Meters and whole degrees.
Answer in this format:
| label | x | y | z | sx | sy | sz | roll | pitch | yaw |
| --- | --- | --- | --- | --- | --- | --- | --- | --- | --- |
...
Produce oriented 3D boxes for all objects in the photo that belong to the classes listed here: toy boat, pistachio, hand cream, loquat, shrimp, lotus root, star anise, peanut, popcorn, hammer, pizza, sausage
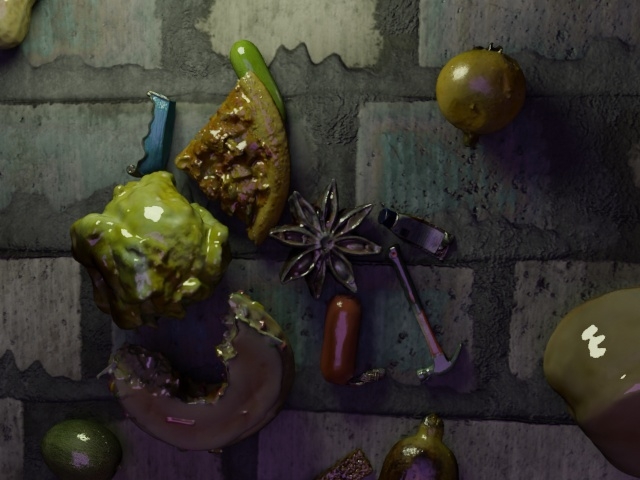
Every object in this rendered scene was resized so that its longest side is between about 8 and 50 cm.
| label | x | y | z | sx | sy | sz | roll | pitch | yaw |
| --- | --- | --- | --- | --- | --- | --- | --- | --- | --- |
| toy boat | -0.357 | -0.220 | 1.787 | 0.077 | 0.075 | 0.185 | 11 | 100 | 4 |
| pistachio | 0.642 | 0.265 | 1.592 | 0.446 | 0.281 | 0.365 | 11 | 100 | 11 |
| hand cream | 0.193 | -0.018 | 1.743 | 0.163 | 0.039 | 0.062 | 26 | 94 | -17 |
| loquat | 0.310 | -0.281 | 1.659 | 0.172 | 0.149 | 0.204 | 7 | 107 | 3 |
| shrimp | 0.093 | 0.291 | 1.788 | 0.092 | 0.038 | 0.029 | -21 | 91 | 8 |
| lotus root | 0.198 | 0.508 | 1.741 | 0.170 | 0.141 | 0.314 | 8 | 95 | 3 |
| star anise | -0.001 | 0.001 | 1.745 | 0.223 | 0.109 | 0.236 | 34 | 84 | -19 |
| peanut | -0.638 | -0.524 | 1.781 | 0.124 | 0.123 | 0.256 | 16 | 99 | 6 |
| popcorn | -0.326 | 0.023 | 1.698 | 0.312 | 0.312 | 0.312 | 1 | 95 | 7 |
| hammer | 0.202 | 0.144 | 1.765 | 0.111 | 0.033 | 0.287 | -24 | 91 | 10 |
| pizza | -0.136 | -0.165 | 1.733 | 0.258 | 0.087 | 0.268 | 43 | 111 | -1 |
| sausage | 0.042 | 0.206 | 1.772 | 0.077 | 0.077 | 0.194 | 8 | 93 | 7 |

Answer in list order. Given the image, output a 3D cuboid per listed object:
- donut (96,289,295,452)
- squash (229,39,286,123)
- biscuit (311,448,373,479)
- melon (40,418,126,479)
| label | x | y | z | sx | sy | sz | roll | pitch | yaw |
| --- | --- | --- | --- | --- | --- | --- | --- | --- | --- |
| donut | -0.224 | 0.277 | 1.741 | 0.371 | 0.150 | 0.307 | -27 | 112 | 8 |
| squash | -0.126 | -0.320 | 1.756 | 0.066 | 0.066 | 0.201 | -26 | 94 | 9 |
| biscuit | 0.018 | 0.519 | 1.809 | 0.199 | 0.034 | 0.064 | -34 | 91 | 1 |
| melon | -0.505 | 0.458 | 1.832 | 0.192 | 0.139 | 0.139 | 21 | 97 | 5 |
